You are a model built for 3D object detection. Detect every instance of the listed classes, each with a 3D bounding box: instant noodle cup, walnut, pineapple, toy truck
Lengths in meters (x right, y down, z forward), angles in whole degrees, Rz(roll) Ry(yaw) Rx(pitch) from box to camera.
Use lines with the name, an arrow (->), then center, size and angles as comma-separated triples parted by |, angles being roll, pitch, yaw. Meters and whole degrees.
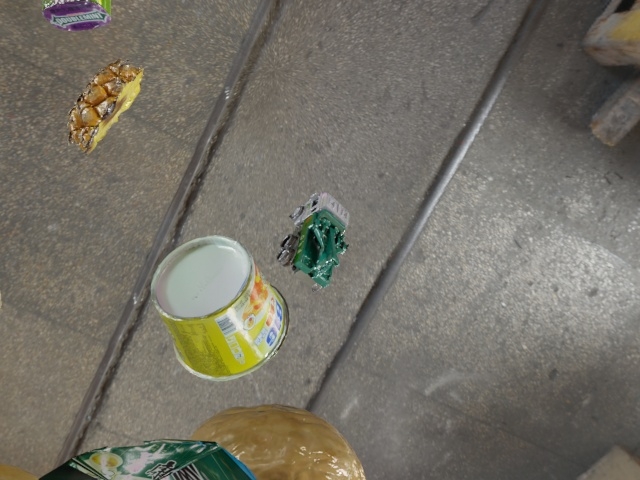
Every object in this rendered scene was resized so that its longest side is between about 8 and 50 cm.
instant noodle cup -> -0.176, 0.337, 0.540 | 0.240, 0.240, 0.178 | 7, 99, -7
instant noodle cup -> -0.164, 0.100, 0.849 | 0.204, 0.205, 0.153 | -16, 140, 0
walnut -> -0.080, 0.404, 0.882 | 0.312, 0.252, 0.277 | 1, 113, 4
pineapple -> -0.424, -0.267, 1.048 | 0.076, 0.225, 0.225 | 34, 102, -18
toy truck -> -0.005, 0.003, 1.682 | 0.178, 0.364, 0.176 | -36, 116, 28

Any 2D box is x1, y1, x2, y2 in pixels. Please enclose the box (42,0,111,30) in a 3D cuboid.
box -> -0.511, -0.626, 1.142 | 0.134, 0.097, 0.346 | -7, 79, 8

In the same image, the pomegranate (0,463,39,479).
pomegranate -> -0.425, 0.412, 0.655 | 0.264, 0.264, 0.265 | -1, 108, -4
